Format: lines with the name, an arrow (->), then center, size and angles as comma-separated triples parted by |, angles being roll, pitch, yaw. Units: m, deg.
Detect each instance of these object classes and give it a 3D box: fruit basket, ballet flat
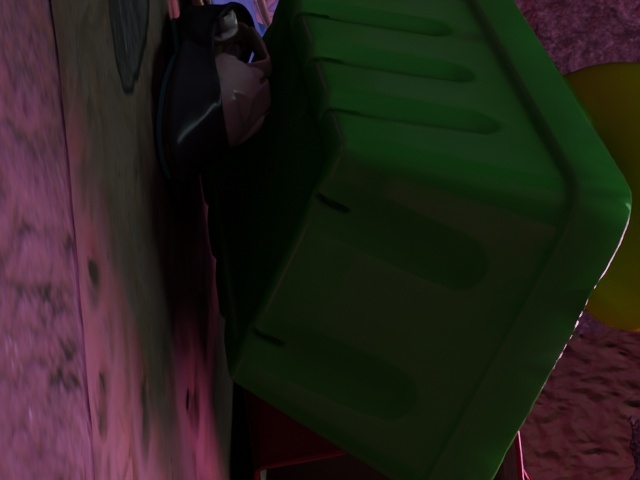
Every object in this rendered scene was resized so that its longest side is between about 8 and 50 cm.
fruit basket -> 0.131, -0.010, 1.169 | 0.392, 0.392, 0.283 | -91, -155, -65
ballet flat -> -0.066, -0.103, 1.142 | 0.203, 0.074, 0.074 | -92, 174, -61

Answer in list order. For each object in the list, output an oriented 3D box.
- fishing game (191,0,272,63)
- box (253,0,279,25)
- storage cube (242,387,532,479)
fishing game -> -0.079, -0.187, 1.376 | 0.264, 0.041, 0.189 | -58, 131, -76
box -> -0.028, -0.282, 1.611 | 0.114, 0.103, 0.203 | -35, -125, 52
storage cube -> 0.049, 0.176, 1.343 | 0.193, 0.215, 0.183 | -105, -175, -62
